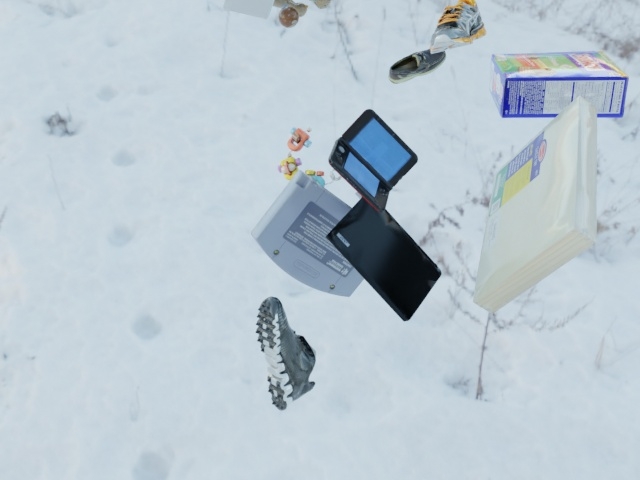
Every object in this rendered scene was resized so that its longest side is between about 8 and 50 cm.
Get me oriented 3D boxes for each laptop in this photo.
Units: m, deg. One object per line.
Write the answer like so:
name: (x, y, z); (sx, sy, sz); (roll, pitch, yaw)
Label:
laptop: (0.125, 0.024, 1.462); (0.136, 0.234, 0.264); (-42, 6, -1)

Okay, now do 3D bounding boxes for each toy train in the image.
toy train: (-0.035, -0.180, 1.601); (0.125, 0.046, 0.166); (-46, 74, 12)

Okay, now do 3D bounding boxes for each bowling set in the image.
bowling set: (-0.052, -0.643, 1.849); (0.154, 0.200, 0.287); (8, -1, -43)

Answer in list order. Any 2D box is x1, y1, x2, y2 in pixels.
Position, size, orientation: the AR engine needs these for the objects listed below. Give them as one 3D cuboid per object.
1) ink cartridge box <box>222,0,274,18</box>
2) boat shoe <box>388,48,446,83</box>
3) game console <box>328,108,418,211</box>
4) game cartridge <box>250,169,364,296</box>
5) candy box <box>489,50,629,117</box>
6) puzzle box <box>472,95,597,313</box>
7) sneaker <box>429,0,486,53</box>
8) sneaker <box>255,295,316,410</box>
ink cartridge box: (-0.138, -0.679, 1.579); (0.114, 0.197, 0.273); (9, 69, -14)
boat shoe: (0.236, -0.428, 1.692); (0.152, 0.049, 0.056); (-28, 74, -1)
game console: (0.100, -0.147, 1.283); (0.085, 0.144, 0.124); (-37, 19, 33)
game cartridge: (0.000, 0.000, 1.516); (0.198, 0.297, 0.062); (-49, 36, 9)
candy box: (0.644, -0.431, 1.922); (0.317, 0.122, 0.268); (1, 29, 4)
puzzle box: (0.427, -0.077, 1.372); (0.052, 0.272, 0.409); (31, 47, -10)
sneaker: (0.263, -0.422, 1.371); (0.084, 0.083, 0.215); (-4, 22, 29)
sneaker: (-0.062, 0.213, 1.384); (0.106, 0.234, 0.078); (-17, 17, -30)
